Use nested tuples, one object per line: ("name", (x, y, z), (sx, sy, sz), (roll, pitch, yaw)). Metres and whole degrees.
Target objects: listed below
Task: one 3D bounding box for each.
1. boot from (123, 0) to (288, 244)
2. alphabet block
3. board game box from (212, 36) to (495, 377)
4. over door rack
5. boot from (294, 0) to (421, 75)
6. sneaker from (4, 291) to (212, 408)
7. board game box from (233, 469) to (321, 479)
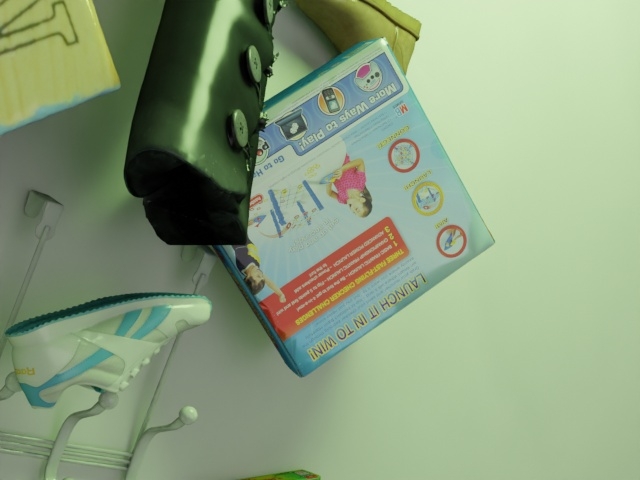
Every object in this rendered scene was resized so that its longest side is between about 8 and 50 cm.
("boot", (-0.138, -0.260, 1.090), (0.367, 0.146, 0.445), (51, 46, -54))
("alphabet block", (-0.345, -0.208, 1.020), (0.193, 0.192, 0.197), (-30, 113, -36))
("board game box", (0.015, -0.043, 1.303), (0.308, 0.086, 0.302), (-33, 105, -12))
("over door rack", (-0.248, 0.128, 1.179), (0.239, 0.108, 0.324), (20, 81, -40))
("boot", (0.035, -0.193, 1.399), (0.236, 0.089, 0.270), (15, 85, -39))
("sneaker", (-0.215, 0.108, 1.104), (0.228, 0.087, 0.092), (-15, 97, -36))
("board game box", (-0.084, 0.360, 1.373), (0.181, 0.043, 0.092), (1, 93, -39))
